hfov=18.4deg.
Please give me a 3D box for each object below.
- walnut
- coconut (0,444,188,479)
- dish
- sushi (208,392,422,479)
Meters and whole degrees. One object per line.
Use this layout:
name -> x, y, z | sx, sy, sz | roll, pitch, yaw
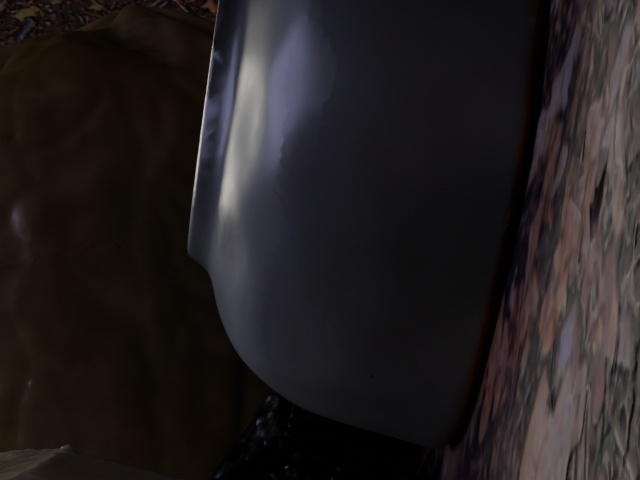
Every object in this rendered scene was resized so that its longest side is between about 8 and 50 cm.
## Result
walnut -> -0.090, 0.032, 1.011 | 0.252, 0.277, 0.313 | 144, 124, -69
coconut -> -0.090, 0.195, 0.693 | 0.237, 0.266, 0.237 | 15, -90, -89
dish -> 0.011, -0.049, 0.803 | 0.256, 0.117, 0.256 | -172, 90, -87
sushi -> -0.010, 0.125, 0.840 | 0.084, 0.094, 0.098 | -48, -23, -38
